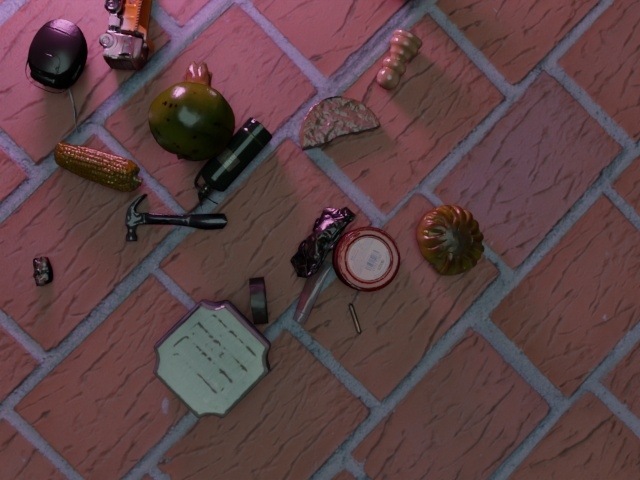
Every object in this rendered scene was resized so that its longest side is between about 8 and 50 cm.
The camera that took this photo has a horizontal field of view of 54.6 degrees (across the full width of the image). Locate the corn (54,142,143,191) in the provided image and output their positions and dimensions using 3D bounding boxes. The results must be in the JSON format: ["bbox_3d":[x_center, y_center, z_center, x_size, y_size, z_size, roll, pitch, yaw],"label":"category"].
[{"bbox_3d":[-0.623,-0.208,1.747,0.261,0.097,0.097,20,86,0],"label":"corn"}]

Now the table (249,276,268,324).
[{"bbox_3d":[-0.174,0.171,1.756,0.043,0.133,0.134,-6,89,-4],"label":"table"}]

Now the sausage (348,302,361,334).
[{"bbox_3d":[0.103,0.232,1.841,0.015,0.015,0.100,-18,90,-6],"label":"sausage"}]

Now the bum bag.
[{"bbox_3d":[0.000,0.000,1.804,0.069,0.102,0.248,41,84,-33],"label":"bum bag"}]

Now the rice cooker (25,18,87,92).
[{"bbox_3d":[-0.733,-0.512,1.732,0.142,0.118,0.203,24,85,-5],"label":"rice cooker"}]

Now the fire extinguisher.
[{"bbox_3d":[-0.268,-0.218,1.784,0.118,0.093,0.294,40,85,16],"label":"fire extinguisher"}]

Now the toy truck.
[{"bbox_3d":[-0.538,-0.623,1.762,0.135,0.114,0.271,7,85,-1],"label":"toy truck"}]

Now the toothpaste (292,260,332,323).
[{"bbox_3d":[-0.028,0.148,1.817,0.067,0.043,0.195,20,85,31],"label":"toothpaste"}]

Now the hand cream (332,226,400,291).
[{"bbox_3d":[0.131,0.054,1.796,0.192,0.125,0.193,0,88,-3],"label":"hand cream"}]

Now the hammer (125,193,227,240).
[{"bbox_3d":[-0.414,-0.065,1.790,0.289,0.037,0.137,0,90,-5],"label":"hammer"}]

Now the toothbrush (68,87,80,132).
[{"bbox_3d":[-0.710,-0.374,1.784,0.013,0.011,0.132,-12,90,7],"label":"toothbrush"}]

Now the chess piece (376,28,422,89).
[{"bbox_3d":[0.224,-0.533,1.849,0.094,0.094,0.171,27,94,-4],"label":"chess piece"}]

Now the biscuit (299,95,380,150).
[{"bbox_3d":[0.045,-0.362,1.846,0.249,0.032,0.133,-18,90,-5],"label":"biscuit"}]

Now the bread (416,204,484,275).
[{"bbox_3d":[0.390,-0.003,1.834,0.213,0.105,0.214,1,85,-7],"label":"bread"}]

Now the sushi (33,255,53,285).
[{"bbox_3d":[-0.780,0.086,1.745,0.045,0.044,0.083,-9,91,-5],"label":"sushi"}]

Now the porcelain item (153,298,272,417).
[{"bbox_3d":[-0.297,0.325,1.728,0.286,0.157,0.281,44,83,-2],"label":"porcelain item"}]

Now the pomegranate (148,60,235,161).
[{"bbox_3d":[-0.347,-0.365,1.721,0.235,0.236,0.302,10,68,-5],"label":"pomegranate"}]
